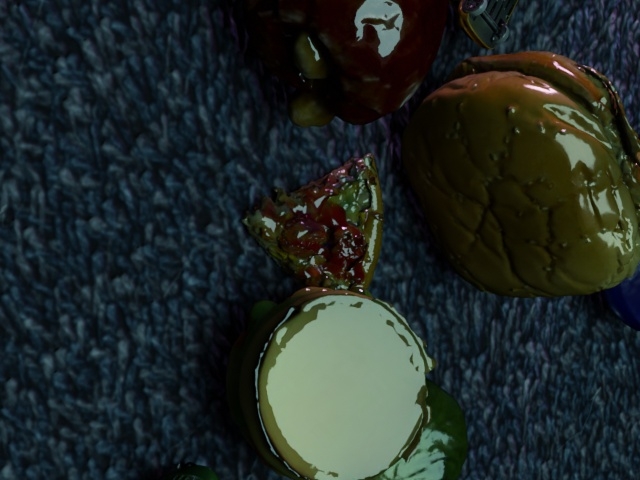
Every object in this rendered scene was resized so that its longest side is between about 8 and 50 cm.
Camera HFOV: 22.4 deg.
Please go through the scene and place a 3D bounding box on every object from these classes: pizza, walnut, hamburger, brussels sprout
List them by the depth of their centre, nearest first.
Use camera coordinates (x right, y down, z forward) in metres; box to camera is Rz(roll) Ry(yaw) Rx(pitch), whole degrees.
[{"bbox_3d":[0.040,-0.257,1.733,0.269,0.221,0.244,-60,160,-29],"label":"walnut"},{"bbox_3d":[0.000,0.155,1.776,0.237,0.149,0.237,0,90,-23],"label":"hamburger"},{"bbox_3d":[0.000,0.000,1.821,0.193,0.053,0.201,0,97,-39],"label":"pizza"},{"bbox_3d":[0.240,-0.074,1.859,0.158,0.318,0.319,-45,122,-39],"label":"hamburger"},{"bbox_3d":[0.095,0.247,1.884,0.145,0.131,0.183,28,78,-32],"label":"brussels sprout"}]

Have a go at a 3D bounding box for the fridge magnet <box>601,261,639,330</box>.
[{"bbox_3d":[0.452,-0.009,2.151,0.265,0.112,0.265,-6,100,-39],"label":"fridge magnet"}]

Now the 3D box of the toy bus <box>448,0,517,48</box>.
[{"bbox_3d":[0.203,-0.310,1.930,0.069,0.074,0.162,43,67,-43],"label":"toy bus"}]

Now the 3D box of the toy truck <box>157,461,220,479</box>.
[{"bbox_3d":[-0.107,0.339,1.739,0.101,0.125,0.242,-46,123,-26],"label":"toy truck"}]
